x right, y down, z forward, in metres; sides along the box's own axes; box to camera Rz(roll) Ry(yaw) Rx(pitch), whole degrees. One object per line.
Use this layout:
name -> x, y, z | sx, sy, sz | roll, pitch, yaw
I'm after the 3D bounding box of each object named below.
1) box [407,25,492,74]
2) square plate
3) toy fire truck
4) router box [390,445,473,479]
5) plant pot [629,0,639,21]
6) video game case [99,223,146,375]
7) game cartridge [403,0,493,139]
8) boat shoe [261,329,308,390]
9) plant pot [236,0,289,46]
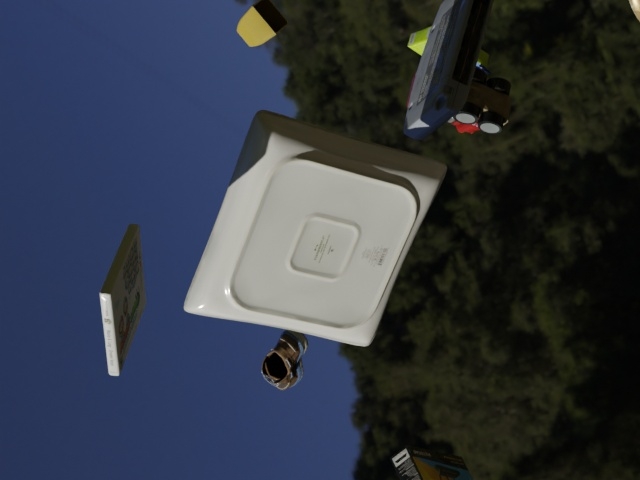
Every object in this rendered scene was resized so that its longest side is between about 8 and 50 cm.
box -> 0.302, -0.431, 2.548 | 0.178, 0.109, 0.042 | 27, -111, -32
square plate -> 0.000, 0.000, 1.743 | 0.344, 0.347, 0.049 | 14, -161, -25
toy fire truck -> 0.293, -0.314, 2.527 | 0.217, 0.246, 0.158 | 19, -111, -15
router box -> 0.210, 0.429, 1.906 | 0.179, 0.046, 0.133 | 22, -146, -49
plant pot -> 0.636, -0.477, 1.958 | 0.236, 0.032, 0.236 | -5, -80, -29
video game case -> -0.266, 0.079, 1.504 | 0.157, 0.019, 0.143 | -79, -7, -53
game cartridge -> 0.238, -0.340, 2.062 | 0.062, 0.198, 0.297 | 20, -108, -9
boat shoe -> -0.072, 0.218, 1.953 | 0.066, 0.183, 0.066 | 38, -122, 19
plant pot -> -0.136, -0.477, 2.457 | 0.081, 0.083, 0.081 | 49, -146, -9
